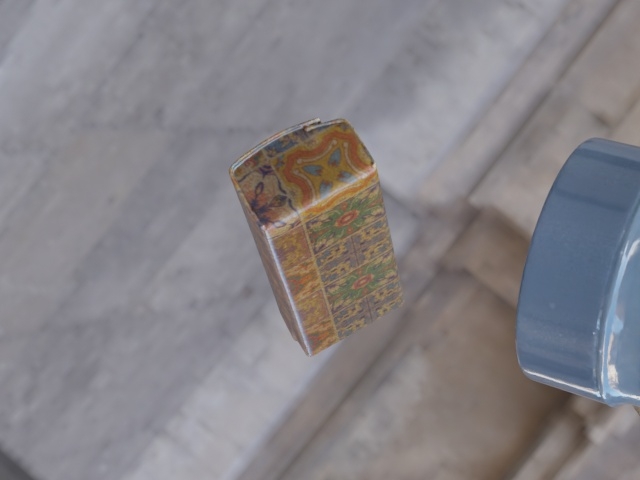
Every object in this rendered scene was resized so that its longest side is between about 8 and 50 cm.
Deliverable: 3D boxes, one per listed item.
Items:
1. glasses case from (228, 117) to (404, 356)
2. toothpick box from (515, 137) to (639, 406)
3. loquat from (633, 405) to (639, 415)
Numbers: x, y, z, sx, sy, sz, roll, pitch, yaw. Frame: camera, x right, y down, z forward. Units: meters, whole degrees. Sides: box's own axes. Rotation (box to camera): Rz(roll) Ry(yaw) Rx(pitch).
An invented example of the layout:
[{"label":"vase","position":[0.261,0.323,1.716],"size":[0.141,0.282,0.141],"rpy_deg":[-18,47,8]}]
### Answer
[{"label":"glasses case","position":[0.000,0.000,1.190],"size":[0.075,0.049,0.218],"rpy_deg":[-30,158,-6]},{"label":"toothpick box","position":[0.162,0.026,0.752],"size":[0.101,0.153,0.101],"rpy_deg":[-44,142,-48]},{"label":"loquat","position":[0.278,0.066,1.360],"size":[0.204,0.149,0.172],"rpy_deg":[129,-21,-71]}]
